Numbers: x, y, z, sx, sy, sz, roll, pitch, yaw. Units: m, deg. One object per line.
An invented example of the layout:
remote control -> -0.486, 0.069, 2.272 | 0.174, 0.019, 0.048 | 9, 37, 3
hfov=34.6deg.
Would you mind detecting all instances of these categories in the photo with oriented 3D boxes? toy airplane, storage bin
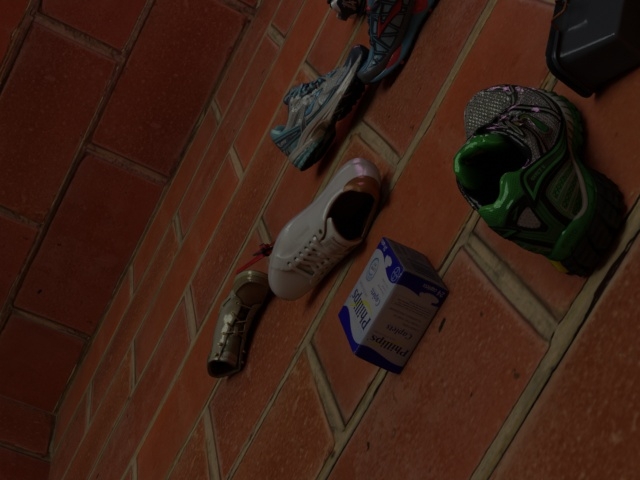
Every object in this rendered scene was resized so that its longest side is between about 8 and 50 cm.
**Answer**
toy airplane -> -0.104, 0.018, 2.030 | 0.151, 0.028, 0.151 | -31, -2, -1
storage bin -> 0.318, -0.246, 1.153 | 0.091, 0.098, 0.135 | -19, 48, 52

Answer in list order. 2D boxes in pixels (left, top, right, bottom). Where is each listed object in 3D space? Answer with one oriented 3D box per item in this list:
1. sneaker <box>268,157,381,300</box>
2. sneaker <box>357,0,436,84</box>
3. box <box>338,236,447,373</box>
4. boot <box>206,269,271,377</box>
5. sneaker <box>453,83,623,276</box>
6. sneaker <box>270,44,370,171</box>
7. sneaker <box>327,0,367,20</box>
sneaker -> 0.000, 0.000, 1.702 | 0.290, 0.106, 0.123 | -56, 17, 23
sneaker -> 0.119, -0.412, 1.863 | 0.262, 0.125, 0.104 | -61, 18, 13
box -> 0.094, 0.085, 1.381 | 0.137, 0.072, 0.126 | -62, 18, 15
boot -> -0.160, 0.165, 2.000 | 0.213, 0.077, 0.165 | 129, 158, -51
sneaker -> 0.217, -0.101, 1.149 | 0.134, 0.146, 0.343 | -59, 18, 21
sneaker -> -0.007, -0.272, 1.995 | 0.283, 0.122, 0.110 | -55, -10, 26
sneaker -> 0.083, -0.551, 2.202 | 0.235, 0.094, 0.153 | -24, 46, 65
